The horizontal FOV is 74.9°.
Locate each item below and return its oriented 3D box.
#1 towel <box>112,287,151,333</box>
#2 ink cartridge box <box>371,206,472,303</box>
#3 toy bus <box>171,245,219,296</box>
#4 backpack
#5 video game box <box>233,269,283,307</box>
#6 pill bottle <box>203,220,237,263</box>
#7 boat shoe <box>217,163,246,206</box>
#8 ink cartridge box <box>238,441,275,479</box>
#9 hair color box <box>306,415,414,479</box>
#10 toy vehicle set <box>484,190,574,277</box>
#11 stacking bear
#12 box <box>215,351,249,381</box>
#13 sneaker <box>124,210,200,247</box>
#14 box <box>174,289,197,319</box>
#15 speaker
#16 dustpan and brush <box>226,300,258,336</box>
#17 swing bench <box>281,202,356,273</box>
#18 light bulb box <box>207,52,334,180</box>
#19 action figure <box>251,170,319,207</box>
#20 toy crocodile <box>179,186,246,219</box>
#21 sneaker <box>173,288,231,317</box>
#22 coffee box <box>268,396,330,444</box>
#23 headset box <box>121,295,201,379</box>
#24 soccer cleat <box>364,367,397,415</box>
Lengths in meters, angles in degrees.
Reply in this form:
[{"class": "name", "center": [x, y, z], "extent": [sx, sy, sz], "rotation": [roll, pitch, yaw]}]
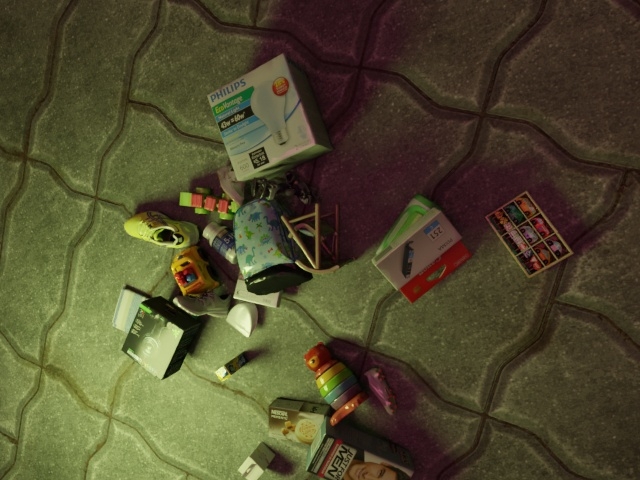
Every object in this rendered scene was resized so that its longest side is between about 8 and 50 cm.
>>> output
[{"class": "towel", "center": [-0.866, 0.367, 2.015], "extent": [0.284, 0.034, 0.209], "rotation": [20, 97, 13]}, {"class": "ink cartridge box", "center": [0.377, 0.070, 1.499], "extent": [0.296, 0.066, 0.261], "rotation": [-41, 110, 7]}, {"class": "toy bus", "center": [-0.566, 0.131, 1.794], "extent": [0.149, 0.211, 0.220], "rotation": [-31, 79, 4]}, {"class": "backpack", "center": [-0.207, 0.003, 1.667], "extent": [0.290, 0.273, 0.356], "rotation": [-18, 59, 25]}, {"class": "video game box", "center": [-0.253, 0.174, 1.780], "extent": [0.205, 0.048, 0.187], "rotation": [11, 86, 17]}, {"class": "pill bottle", "center": [-0.410, 0.004, 1.801], "extent": [0.186, 0.112, 0.112], "rotation": [36, 104, 12]}, {"class": "boat shoe", "center": [-0.352, -0.243, 1.716], "extent": [0.096, 0.098, 0.277], "rotation": [-36, 44, 3]}, {"class": "ink cartridge box", "center": [-0.278, 0.969, 1.813], "extent": [0.090, 0.143, 0.092], "rotation": [38, 104, 12]}, {"class": "hair color box", "center": [0.151, 0.861, 1.631], "extent": [0.374, 0.113, 0.185], "rotation": [24, 102, -4]}, {"class": "toy vehicle set", "center": [0.730, -0.021, 1.476], "extent": [0.166, 0.035, 0.267], "rotation": [-36, 83, 17]}, {"class": "stacking bear", "center": [0.047, 0.550, 1.675], "extent": [0.175, 0.164, 0.289], "rotation": [-45, 70, 17]}, {"class": "box", "center": [-0.376, 0.541, 1.799], "extent": [0.059, 0.169, 0.054], "rotation": [-38, 83, 17]}, {"class": "sneaker", "center": [-0.736, -0.053, 1.883], "extent": [0.384, 0.147, 0.145], "rotation": [7, 98, 18]}, {"class": "box", "center": [-0.628, 0.352, 1.922], "extent": [0.100, 0.060, 0.244], "rotation": [26, 101, 15]}, {"class": "speaker", "center": [0.326, -0.023, 1.559], "extent": [0.131, 0.131, 0.297], "rotation": [35, 103, 12]}, {"class": "dustpan and brush", "center": [-0.316, 0.295, 1.829], "extent": [0.147, 0.060, 0.211], "rotation": [30, 109, 24]}, {"class": "swing bench", "center": [0.000, 0.000, 1.597], "extent": [0.165, 0.253, 0.255], "rotation": [-18, 88, 18]}, {"class": "light bulb box", "center": [-0.191, -0.460, 1.639], "extent": [0.357, 0.225, 0.361], "rotation": [-21, 88, 18]}, {"class": "action figure", "center": [-0.118, -0.199, 1.626], "extent": [0.185, 0.284, 0.099], "rotation": [43, 126, 43]}, {"class": "toy crocodile", "center": [-0.468, -0.162, 1.811], "extent": [0.340, 0.105, 0.115], "rotation": [12, 97, 17]}, {"class": "sneaker", "center": [-0.498, 0.251, 1.778], "extent": [0.105, 0.281, 0.115], "rotation": [22, 90, 35]}, {"class": "coffee box", "center": [-0.088, 0.760, 1.760], "extent": [0.246, 0.098, 0.141], "rotation": [3, 95, 17]}, {"class": "headset box", "center": [-0.700, 0.417, 1.850], "extent": [0.246, 0.131, 0.283], "rotation": [31, 102, 13]}, {"class": "soccer cleat", "center": [0.242, 0.602, 1.667], "extent": [0.076, 0.068, 0.196], "rotation": [-27, 84, 33]}]
